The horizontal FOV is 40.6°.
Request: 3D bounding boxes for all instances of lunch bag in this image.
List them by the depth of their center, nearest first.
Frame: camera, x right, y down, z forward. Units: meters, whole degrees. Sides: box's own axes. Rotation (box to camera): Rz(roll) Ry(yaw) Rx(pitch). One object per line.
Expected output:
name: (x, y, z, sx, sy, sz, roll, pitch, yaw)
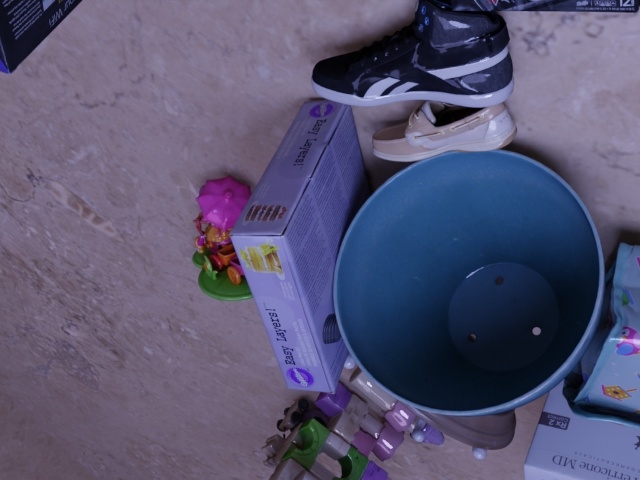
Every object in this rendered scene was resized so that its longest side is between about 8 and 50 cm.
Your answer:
lunch bag: (0.405, 0.143, 0.978, 0.223, 0.160, 0.262, 12, 145, 8)

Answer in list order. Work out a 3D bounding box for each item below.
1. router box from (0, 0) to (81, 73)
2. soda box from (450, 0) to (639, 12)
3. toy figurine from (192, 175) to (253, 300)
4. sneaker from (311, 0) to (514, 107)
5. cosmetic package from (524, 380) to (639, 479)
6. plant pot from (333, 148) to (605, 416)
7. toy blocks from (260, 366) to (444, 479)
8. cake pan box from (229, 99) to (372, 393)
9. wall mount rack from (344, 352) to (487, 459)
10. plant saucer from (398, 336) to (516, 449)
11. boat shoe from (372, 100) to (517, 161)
router box: (-0.237, -0.336, 0.752, 0.081, 0.309, 0.243, 21, 143, 10)
soda box: (0.199, -0.238, 0.762, 0.169, 0.060, 0.053, 9, 138, 29)
toy figurine: (-0.138, -0.022, 1.253, 0.173, 0.130, 0.159, 31, 138, 46)
sneaker: (0.086, -0.205, 0.879, 0.217, 0.079, 0.121, 5, 134, 21)
cosmetic package: (0.371, 0.281, 1.149, 0.151, 0.183, 0.151, 10, 139, 26)
plant pot: (0.185, 0.065, 0.988, 0.290, 0.290, 0.195, 9, 166, 28)
toy blocks: (0.052, 0.414, 1.453, 0.260, 0.288, 0.309, 40, 141, -8)
cake pan box: (0.000, 0.000, 1.019, 0.070, 0.267, 0.245, 3, 133, 20)
wall mount rack: (0.118, 0.192, 1.228, 0.350, 0.130, 0.304, 34, 164, -3)
plant saucer: (0.151, 0.158, 1.135, 0.278, 0.278, 0.041, 35, 109, -5)
boat shoe: (0.128, -0.129, 0.950, 0.170, 0.063, 0.059, -5, 125, 31)
